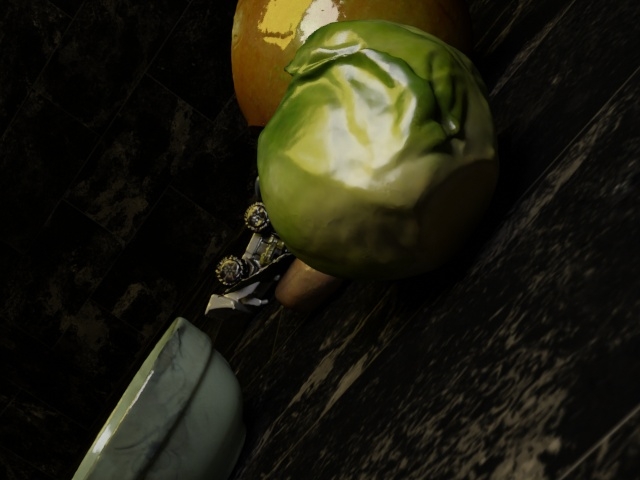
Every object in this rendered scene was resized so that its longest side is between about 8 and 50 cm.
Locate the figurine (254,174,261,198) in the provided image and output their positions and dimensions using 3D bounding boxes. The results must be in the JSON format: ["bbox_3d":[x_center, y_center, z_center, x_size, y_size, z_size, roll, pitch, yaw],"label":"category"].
[{"bbox_3d":[0.000,-0.118,1.341,0.175,0.197,0.265,-17,29,52],"label":"figurine"}]

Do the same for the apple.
[{"bbox_3d":[0.034,-0.266,1.130,0.374,0.374,0.384,-55,25,-8],"label":"apple"}]

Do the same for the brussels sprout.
[{"bbox_3d":[0.058,-0.090,0.783,0.294,0.227,0.259,48,116,45],"label":"brussels sprout"}]

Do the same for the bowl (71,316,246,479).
[{"bbox_3d":[-0.208,0.268,0.988,0.307,0.163,0.307,-52,11,14],"label":"bowl"}]

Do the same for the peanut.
[{"bbox_3d":[-0.007,0.050,1.057,0.152,0.076,0.076,-41,16,39],"label":"peanut"}]

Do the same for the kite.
[{"bbox_3d":[0.000,0.000,1.084,0.323,0.013,0.268,-31,-11,5],"label":"kite"}]

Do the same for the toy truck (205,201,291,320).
[{"bbox_3d":[-0.116,0.040,1.470,0.286,0.111,0.136,-63,-21,-2],"label":"toy truck"}]
